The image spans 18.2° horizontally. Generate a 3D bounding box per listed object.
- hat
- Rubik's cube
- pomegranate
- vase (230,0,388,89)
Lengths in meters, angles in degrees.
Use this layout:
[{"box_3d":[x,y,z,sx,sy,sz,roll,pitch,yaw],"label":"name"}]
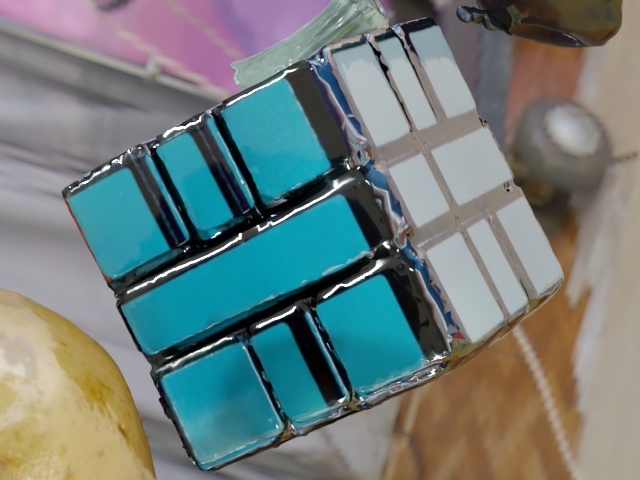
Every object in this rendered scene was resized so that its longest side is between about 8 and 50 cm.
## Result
[{"box_3d":[0.202,-0.327,1.984,0.336,0.209,0.238,111,142,-53],"label":"hat"},{"box_3d":[0.000,0.000,1.706,0.288,0.283,0.293,-25,3,28],"label":"Rubik's cube"},{"box_3d":[-0.244,0.174,1.405,0.307,0.307,0.307,-50,31,45],"label":"pomegranate"},{"box_3d":[-0.005,-0.183,1.890,0.148,0.081,0.081,-39,33,17],"label":"vase"}]
